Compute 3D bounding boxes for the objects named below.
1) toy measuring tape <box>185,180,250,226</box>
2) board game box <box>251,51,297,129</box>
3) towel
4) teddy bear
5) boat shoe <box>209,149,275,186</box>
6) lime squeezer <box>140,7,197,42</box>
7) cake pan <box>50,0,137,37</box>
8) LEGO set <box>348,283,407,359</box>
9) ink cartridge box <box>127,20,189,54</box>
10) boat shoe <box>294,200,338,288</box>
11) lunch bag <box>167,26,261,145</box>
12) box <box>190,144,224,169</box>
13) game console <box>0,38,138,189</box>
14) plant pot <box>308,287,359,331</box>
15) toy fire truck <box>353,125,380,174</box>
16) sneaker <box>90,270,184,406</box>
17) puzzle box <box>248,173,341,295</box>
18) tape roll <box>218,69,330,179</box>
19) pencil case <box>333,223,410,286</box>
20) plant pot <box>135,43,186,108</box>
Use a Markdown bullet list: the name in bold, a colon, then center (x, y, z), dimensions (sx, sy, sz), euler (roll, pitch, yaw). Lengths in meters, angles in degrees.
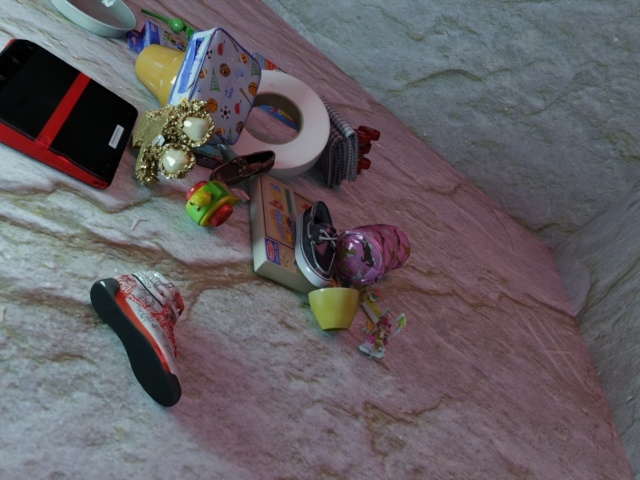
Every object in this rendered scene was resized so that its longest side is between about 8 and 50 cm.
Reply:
- **toy measuring tape**: center (-0.273, -0.093, 1.384), dimensions (0.121, 0.121, 0.330), euler (45, 6, 3)
- **board game box**: center (-0.173, -0.622, 2.211), dimensions (0.301, 0.086, 0.308), euler (27, 32, -27)
- **towel**: center (0.025, -0.354, 1.936), dimensions (0.121, 0.284, 0.235), euler (-29, 61, -17)
- **teddy bear**: center (-0.355, -0.241, 1.285), dimensions (0.113, 0.337, 0.245), euler (25, 75, -39)
- **boat shoe**: center (-0.224, -0.215, 1.523), dimensions (0.206, 0.073, 0.073), euler (-27, 79, -29)
- **lime squeezer**: center (-0.543, -0.804, 2.043), dimensions (0.310, 0.059, 0.110), euler (38, 59, -12)
- **cake pan**: center (-0.745, -0.764, 1.710), dimensions (0.293, 0.054, 0.293), euler (31, 30, -21)
- **LEGO set**: center (0.171, 0.206, 1.496), dimensions (0.132, 0.107, 0.287), euler (29, 31, -24)
- **ink cartridge box**: center (-0.521, -0.661, 1.853), dimensions (0.311, 0.065, 0.186), euler (18, 37, -35)
- **boat shoe**: center (0.000, 0.000, 1.445), dimensions (0.108, 0.102, 0.301), euler (32, 30, -25)
- **lunch bag**: center (-0.301, -0.440, 1.498), dimensions (0.243, 0.114, 0.304), euler (28, 73, -52)
- **box**: center (-0.385, -0.277, 1.522), dimensions (0.206, 0.036, 0.114), euler (14, 40, -42)
- **game console**: center (-0.627, -0.309, 1.254), dimensions (0.341, 0.060, 0.387), euler (33, 30, -29)
- **plant pot**: center (0.037, 0.184, 1.357), dimensions (0.134, 0.134, 0.095), euler (14, 65, -42)
- **toy fire truck**: center (0.093, -0.410, 2.218), dimensions (0.253, 0.170, 0.302), euler (24, 24, 16)
- **sneaker**: center (-0.295, 0.166, 0.976), dimensions (0.270, 0.090, 0.145), euler (49, 31, 17)
- **puzzle box**: center (-0.080, -0.019, 1.531), dimensions (0.272, 0.052, 0.409), euler (27, 32, -31)
- **tape roll**: center (-0.161, -0.382, 1.708), dimensions (0.391, 0.072, 0.393), euler (6, 64, -13)
- **pencil case**: center (0.167, 0.035, 1.623), dimensions (0.159, 0.167, 0.386), euler (6, 8, 21)
- **plant pot**: center (-0.449, -0.497, 1.598), dimensions (0.187, 0.205, 0.205), euler (33, 26, 15)
